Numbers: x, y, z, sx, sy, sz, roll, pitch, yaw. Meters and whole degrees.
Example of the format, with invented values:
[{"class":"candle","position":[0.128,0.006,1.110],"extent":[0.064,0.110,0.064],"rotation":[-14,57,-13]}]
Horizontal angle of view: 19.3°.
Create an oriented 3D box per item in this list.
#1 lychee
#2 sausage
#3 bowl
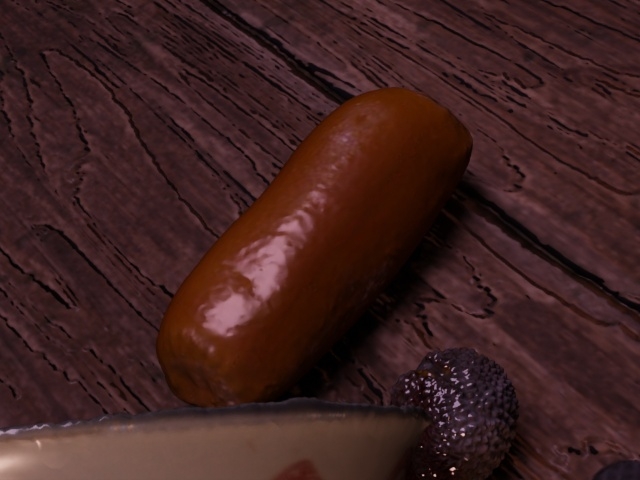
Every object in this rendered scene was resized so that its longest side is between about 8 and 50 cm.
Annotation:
[{"class":"lychee","position":[0.063,0.091,0.939],"extent":[0.083,0.068,0.067],"rotation":[-29,-8,-32]},{"class":"sausage","position":[0.000,0.000,1.066],"extent":[0.098,0.098,0.238],"rotation":[16,55,41]},{"class":"bowl","position":[-0.111,0.164,0.836],"extent":[0.337,0.337,0.157],"rotation":[-8,82,22]}]
